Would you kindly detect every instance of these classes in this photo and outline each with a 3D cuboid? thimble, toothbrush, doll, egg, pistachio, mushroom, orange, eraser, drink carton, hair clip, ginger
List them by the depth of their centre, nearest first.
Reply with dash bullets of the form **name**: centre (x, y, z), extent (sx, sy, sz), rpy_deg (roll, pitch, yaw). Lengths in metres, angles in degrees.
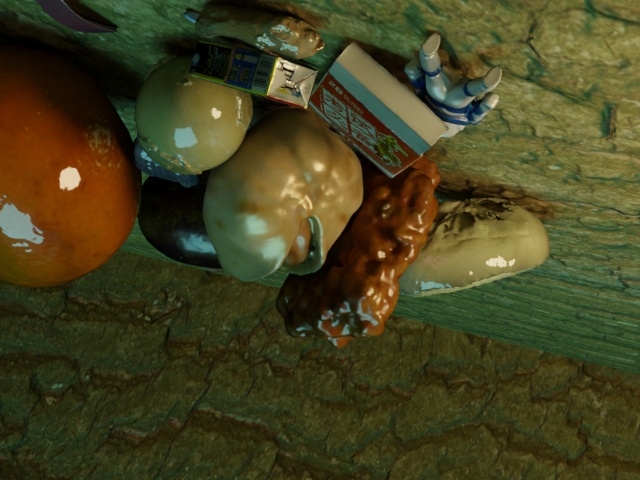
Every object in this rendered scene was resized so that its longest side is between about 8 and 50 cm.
- **ginger**: centre (-0.078, -0.247, 1.367), extent (0.174, 0.051, 0.069), rpy_deg (20, -176, 25)
- **doll**: centre (0.152, -0.174, 1.379), extent (0.114, 0.057, 0.227), rpy_deg (24, 167, 6)
- **drink carton**: centre (-0.085, -0.208, 1.454), extent (0.071, 0.056, 0.166), rpy_deg (15, -175, -44)
- **toothbrush**: centre (-0.084, -0.246, 1.477), extent (0.193, 0.013, 0.019), rpy_deg (21, 176, -24)
- **eraser**: centre (0.066, -0.159, 1.485), extent (0.157, 0.038, 0.230), rpy_deg (42, 169, -3)
- **hair clip**: centre (-0.327, -0.299, 1.556), extent (0.054, 0.022, 0.137), rpy_deg (6, 167, 33)
- **egg**: centre (-0.176, -0.172, 1.613), extent (0.164, 0.164, 0.201), rpy_deg (18, 165, -8)
- **pistachio**: centre (-0.065, -0.061, 1.758), extent (0.229, 0.237, 0.321), rpy_deg (1, 152, -22)
- **thimble**: centre (-0.216, -0.162, 1.788), extent (0.098, 0.150, 0.150), rpy_deg (16, 171, 3)
- **orange**: centre (-0.480, -0.122, 1.852), extent (0.424, 0.326, 0.424), rpy_deg (20, 154, 10)
- **mushroom**: centre (-0.166, -0.057, 2.073), extent (0.345, 0.345, 0.239), rpy_deg (16, 128, 3)

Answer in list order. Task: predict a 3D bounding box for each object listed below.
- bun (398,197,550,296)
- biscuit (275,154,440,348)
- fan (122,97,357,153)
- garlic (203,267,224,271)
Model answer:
- **bun**: centre (0.231, 0.006, 1.923), extent (0.287, 0.146, 0.287), rpy_deg (-11, 178, 0)
- **biscuit**: centre (0.058, 0.013, 1.829), extent (0.111, 0.312, 0.318), rpy_deg (30, 164, -16)
- **fan**: centre (-0.135, -0.186, 1.914), extent (0.415, 0.012, 0.233), rpy_deg (12, 169, 20)
- **garlic**: centre (-0.221, -0.047, 2.460), extent (0.245, 0.160, 0.245), rpy_deg (5, 137, 5)
